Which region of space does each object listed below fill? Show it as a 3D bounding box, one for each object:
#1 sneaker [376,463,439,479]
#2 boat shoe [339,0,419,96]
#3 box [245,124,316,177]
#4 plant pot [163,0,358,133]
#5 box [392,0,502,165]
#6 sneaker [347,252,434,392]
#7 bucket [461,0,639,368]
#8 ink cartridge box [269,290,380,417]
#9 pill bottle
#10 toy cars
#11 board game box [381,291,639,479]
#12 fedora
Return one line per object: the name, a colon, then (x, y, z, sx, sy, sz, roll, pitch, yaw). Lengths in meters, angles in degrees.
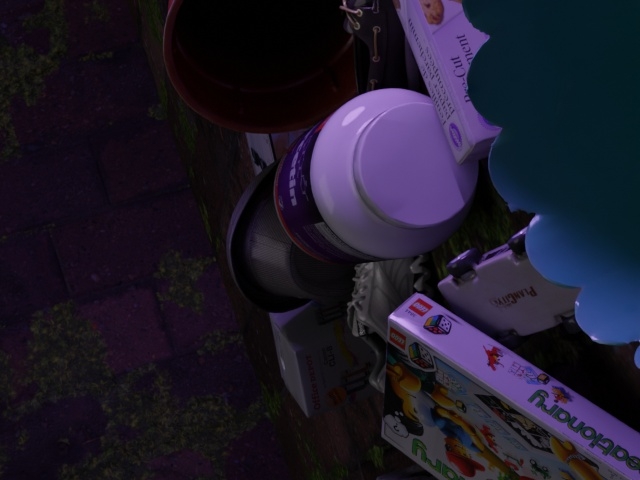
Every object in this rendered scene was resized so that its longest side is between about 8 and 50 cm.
sneaker: (0.162, 0.409, 1.568, 0.268, 0.101, 0.153, 156, 100, -74)
boat shoe: (0.059, -0.238, 1.187, 0.228, 0.068, 0.081, 75, 172, -47)
box: (-0.069, -0.195, 1.778, 0.169, 0.087, 0.290, -138, 33, -64)
plant pot: (-0.074, -0.319, 1.329, 0.272, 0.272, 0.265, 87, 169, -45)
box: (0.111, -0.235, 1.052, 0.063, 0.067, 0.324, 119, 133, -73)
sneaker: (0.085, 0.060, 1.419, 0.110, 0.118, 0.292, 143, 111, -78)
bucket: (0.212, -0.089, 0.570, 0.281, 0.183, 0.281, 163, 90, -76)
ink cartridge box: (0.029, 0.162, 1.636, 0.127, 0.176, 0.128, -130, 26, -59)
pill bottle: (0.060, -0.067, 1.213, 0.323, 0.181, 0.182, 165, 88, -76)
toy cars: (0.202, 0.109, 1.066, 0.176, 0.087, 0.394, 32, 141, 31)
board game box: (0.190, 0.200, 1.032, 0.305, 0.053, 0.193, 33, 143, 30)
fedora: (0.000, 0.000, 1.523, 0.124, 0.275, 0.244, 21, 97, 39)
